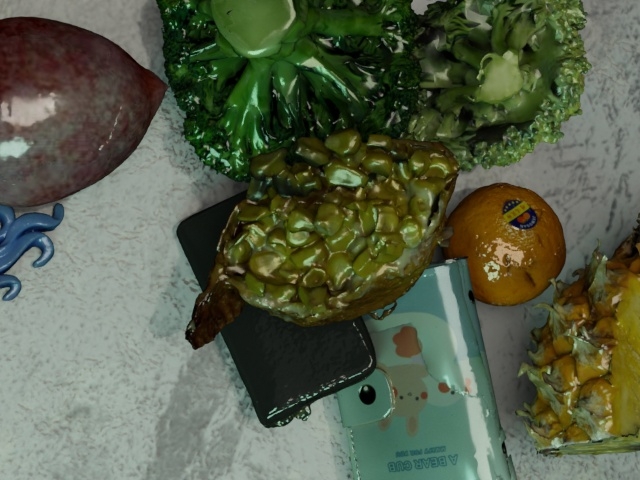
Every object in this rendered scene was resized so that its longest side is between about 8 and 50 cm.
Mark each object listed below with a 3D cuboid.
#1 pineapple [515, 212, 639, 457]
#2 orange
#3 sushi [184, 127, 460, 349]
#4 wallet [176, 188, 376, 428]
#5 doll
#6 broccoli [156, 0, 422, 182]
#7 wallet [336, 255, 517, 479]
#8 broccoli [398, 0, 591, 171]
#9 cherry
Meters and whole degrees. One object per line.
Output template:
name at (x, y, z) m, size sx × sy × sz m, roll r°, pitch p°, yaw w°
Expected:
pineapple at (0.318, 0.090, 1.965) m, size 0.344 × 0.209 × 0.286 m, roll 10°, pitch 75°, yaw -48°
orange at (0.196, 0.009, 1.969) m, size 0.135 × 0.117 × 0.135 m, roll 13°, pitch 43°, yaw -13°
sushi at (0.002, -0.003, 1.810) m, size 0.296 × 0.179 × 0.167 m, roll -15°, pitch 78°, yaw 11°
wallet at (-0.042, 0.064, 1.920) m, size 0.149 × 0.044 × 0.250 m, roll -27°, pitch 80°, yaw 8°
doll at (-0.350, 0.019, 1.889) m, size 0.206 × 0.067 × 0.110 m, roll -28°, pitch 80°, yaw -21°
broccoli at (-0.038, -0.193, 1.843) m, size 0.297 × 0.297 × 0.297 m, roll 0°, pitch 92°, yaw 10°
wallet at (0.101, 0.154, 1.930) m, size 0.176 × 0.075 × 0.250 m, roll -13°, pitch 89°, yaw 27°
broccoli at (0.174, -0.173, 1.942) m, size 0.226 × 0.176 × 0.198 m, roll -31°, pitch 90°, yaw -25°
cherry at (-0.276, -0.135, 1.853) m, size 0.250 × 0.175 × 0.192 m, roll -9°, pitch 79°, yaw -14°
